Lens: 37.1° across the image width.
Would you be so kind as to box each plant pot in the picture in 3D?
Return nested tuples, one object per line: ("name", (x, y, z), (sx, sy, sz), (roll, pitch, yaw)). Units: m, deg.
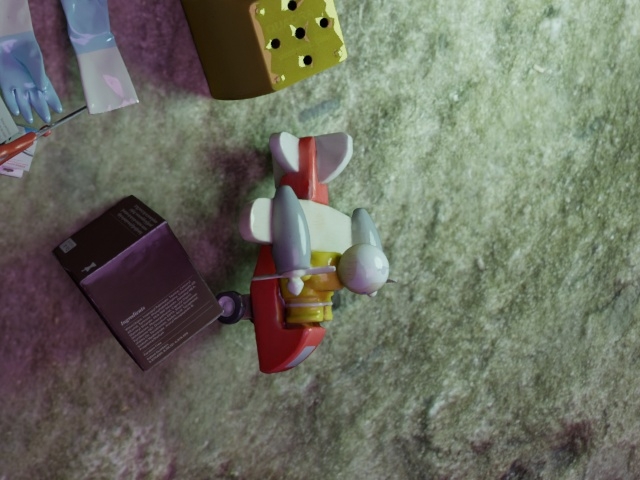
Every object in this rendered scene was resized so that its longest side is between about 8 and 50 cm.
("plant pot", (-0.076, -0.344, 1.537), (0.212, 0.187, 0.212), (-27, 120, -20))

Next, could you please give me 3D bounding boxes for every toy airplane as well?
("toy airplane", (0.000, 0.000, 1.636), (0.386, 0.272, 0.384), (-51, 146, -38))

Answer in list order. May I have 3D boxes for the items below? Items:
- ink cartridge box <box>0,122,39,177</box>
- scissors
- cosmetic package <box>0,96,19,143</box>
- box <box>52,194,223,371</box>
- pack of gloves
("ink cartridge box", (-0.470, -0.137, 1.473), (0.048, 0.028, 0.083), (12, 101, -34))
("scissors", (-0.421, -0.155, 1.417), (0.297, 0.109, 0.021), (-35, 95, -19))
("cosmetic package", (-0.612, -0.135, 1.265), (0.365, 0.197, 0.155), (-36, 78, -15))
("box", (-0.298, 0.068, 1.564), (0.167, 0.168, 0.203), (-37, 122, -14))
("pack of gloves", (-0.388, -0.295, 1.410), (0.195, 0.046, 0.232), (-19, 96, -25))
